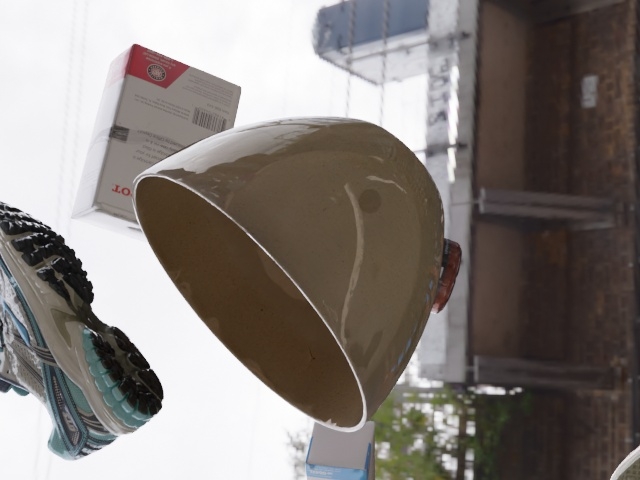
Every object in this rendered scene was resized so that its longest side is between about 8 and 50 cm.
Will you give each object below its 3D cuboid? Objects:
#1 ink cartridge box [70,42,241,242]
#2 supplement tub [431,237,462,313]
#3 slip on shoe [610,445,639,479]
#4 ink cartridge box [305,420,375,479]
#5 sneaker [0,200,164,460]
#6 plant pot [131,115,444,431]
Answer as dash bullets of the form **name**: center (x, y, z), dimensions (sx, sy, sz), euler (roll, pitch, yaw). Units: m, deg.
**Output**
- **ink cartridge box**: center (-0.203, -0.110, 1.283), dimensions (0.158, 0.092, 0.218), euler (19, -109, -29)
- **supplement tub**: center (0.082, 0.023, 1.381), dimensions (0.198, 0.106, 0.106), euler (18, -113, -2)
- **slip on shoe**: center (0.584, 0.307, 1.584), dimensions (0.123, 0.331, 0.101), euler (51, -177, 11)
- **ink cartridge box**: center (0.031, 0.341, 1.500), dimensions (0.092, 0.090, 0.143), euler (-75, -14, -50)
- **sneaker**: center (-0.276, 0.083, 0.980), dimensions (0.283, 0.122, 0.110), euler (54, -171, 18)
- **plant pot**: center (0.000, 0.000, 0.909), dimensions (0.191, 0.284, 0.284), euler (-41, -64, -22)
